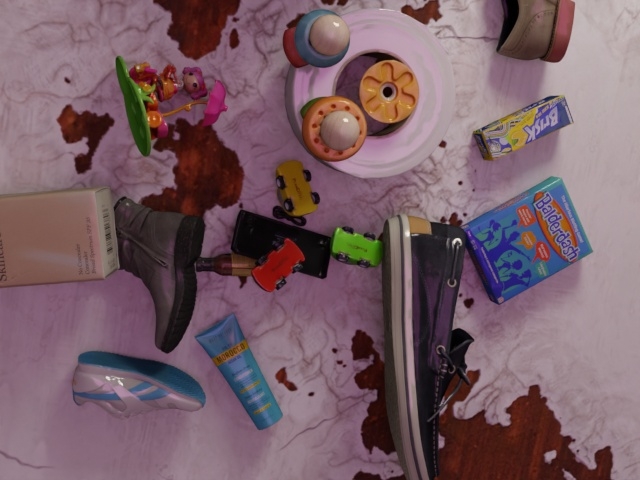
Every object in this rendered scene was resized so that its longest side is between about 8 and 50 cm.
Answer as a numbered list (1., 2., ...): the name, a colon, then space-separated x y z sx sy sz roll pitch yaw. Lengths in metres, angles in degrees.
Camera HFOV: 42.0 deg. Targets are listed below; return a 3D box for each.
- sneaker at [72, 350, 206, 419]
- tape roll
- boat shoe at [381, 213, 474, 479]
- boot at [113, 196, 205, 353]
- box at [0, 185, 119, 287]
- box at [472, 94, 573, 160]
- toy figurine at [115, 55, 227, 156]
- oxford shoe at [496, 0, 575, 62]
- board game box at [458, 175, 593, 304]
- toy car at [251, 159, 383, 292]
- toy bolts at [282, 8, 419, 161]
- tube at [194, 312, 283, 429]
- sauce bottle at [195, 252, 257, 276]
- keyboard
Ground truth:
1. sneaker: -0.312 0.261 1.442 0.228 0.087 0.092 15 102 -6
2. tape roll: 0.085 -0.250 1.429 0.286 0.100 0.286 -1 98 -10
3. boat shoe: 0.194 0.202 1.477 0.156 0.187 0.500 -2 94 -5
4. boot: -0.293 0.057 1.413 0.161 0.083 0.247 11 96 10
5. box: -0.490 -0.002 1.320 0.311 0.121 0.148 -6 98 -1
6. box: 0.368 -0.205 1.512 0.169 0.054 0.059 -25 102 -7
7. toy figurine: -0.237 -0.239 1.380 0.159 0.130 0.173 -17 77 -22
8. oxford shoe: 0.368 -0.486 1.438 0.130 0.123 0.348 0 97 -5
9. board game box: 0.381 -0.001 1.549 0.210 0.047 0.160 -29 103 -6
10. toy car: 0.000 0.000 1.448 0.225 0.053 0.239 18 71 -18
11. toy bolts: 0.051 -0.253 1.288 0.218 0.158 0.229 -24 102 -6
12. tube: -0.139 0.238 1.489 0.080 0.052 0.207 -31 97 -12
13. sauce bottle: -0.153 0.042 1.456 0.128 0.042 0.042 3 98 -11
14. keyboard: -0.063 -0.004 1.465 0.180 0.023 0.108 18 71 -18
